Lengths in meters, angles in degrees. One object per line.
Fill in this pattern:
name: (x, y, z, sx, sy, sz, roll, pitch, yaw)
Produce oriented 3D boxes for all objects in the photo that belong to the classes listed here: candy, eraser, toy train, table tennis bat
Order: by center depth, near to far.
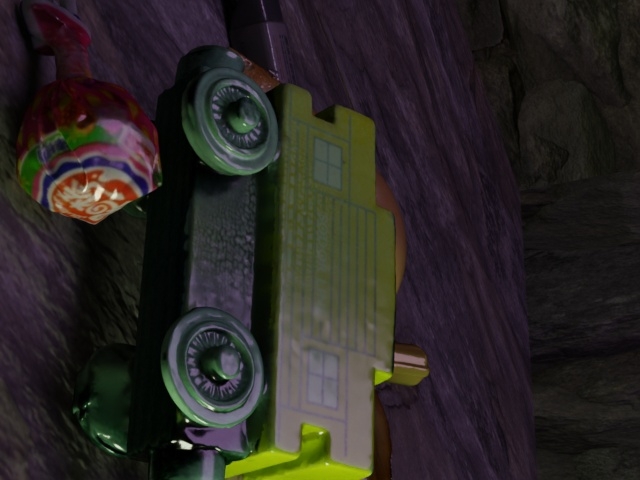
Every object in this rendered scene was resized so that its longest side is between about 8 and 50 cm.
candy: (-0.221, -0.183, 1.089, 0.124, 0.124, 0.365, 49, 26, -59)
toy train: (-0.062, 0.037, 1.127, 0.272, 0.179, 0.442, 20, 60, -35)
table tennis bat: (0.004, 0.124, 1.356, 0.321, 0.198, 0.050, 14, 95, -42)
eraser: (-0.060, -0.172, 1.625, 0.089, 0.061, 0.351, -23, 101, -71)

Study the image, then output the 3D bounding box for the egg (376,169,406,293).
egg: (0.000, 0.000, 1.381, 0.244, 0.201, 0.201, 58, 0, 40)

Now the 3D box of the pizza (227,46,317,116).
pizza: (-0.084, -0.155, 1.503, 0.194, 0.069, 0.154, 49, 40, -17)

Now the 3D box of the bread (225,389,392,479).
bread: (-0.020, 0.258, 1.320, 0.324, 0.167, 0.277, 18, 63, -72)
